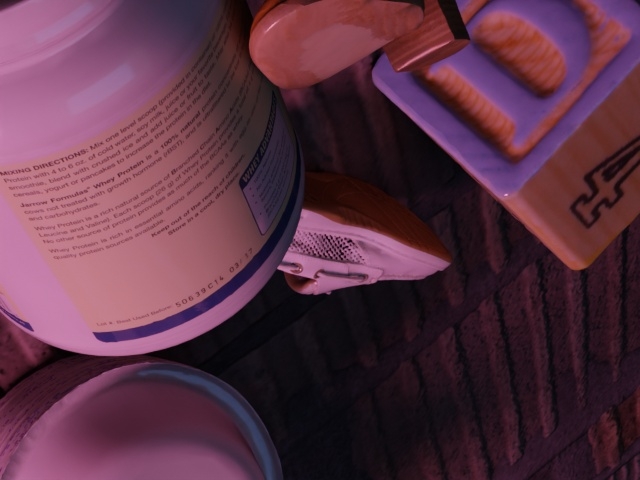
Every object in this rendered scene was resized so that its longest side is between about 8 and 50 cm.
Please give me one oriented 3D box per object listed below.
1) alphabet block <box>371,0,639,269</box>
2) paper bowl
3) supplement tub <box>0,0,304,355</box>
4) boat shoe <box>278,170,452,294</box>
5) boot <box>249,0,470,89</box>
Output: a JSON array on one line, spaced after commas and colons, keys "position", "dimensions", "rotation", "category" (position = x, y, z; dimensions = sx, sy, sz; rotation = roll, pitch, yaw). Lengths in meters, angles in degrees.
[{"position": [0.196, -0.122, 1.373], "dimensions": [0.193, 0.192, 0.197], "rotation": [-46, 149, 5], "category": "alphabet block"}, {"position": [-0.151, 0.237, 1.314], "dimensions": [0.284, 0.148, 0.284], "rotation": [-3, 95, -35], "category": "paper bowl"}, {"position": [-0.152, -0.100, 0.968], "dimensions": [0.235, 0.235, 0.325], "rotation": [-37, 147, -11], "category": "supplement tub"}, {"position": [0.000, 0.000, 1.386], "dimensions": [0.277, 0.098, 0.096], "rotation": [16, 115, -44], "category": "boat shoe"}, {"position": [-0.006, -0.210, 1.006], "dimensions": [0.104, 0.211, 0.295], "rotation": [-28, 175, 22], "category": "boot"}]
